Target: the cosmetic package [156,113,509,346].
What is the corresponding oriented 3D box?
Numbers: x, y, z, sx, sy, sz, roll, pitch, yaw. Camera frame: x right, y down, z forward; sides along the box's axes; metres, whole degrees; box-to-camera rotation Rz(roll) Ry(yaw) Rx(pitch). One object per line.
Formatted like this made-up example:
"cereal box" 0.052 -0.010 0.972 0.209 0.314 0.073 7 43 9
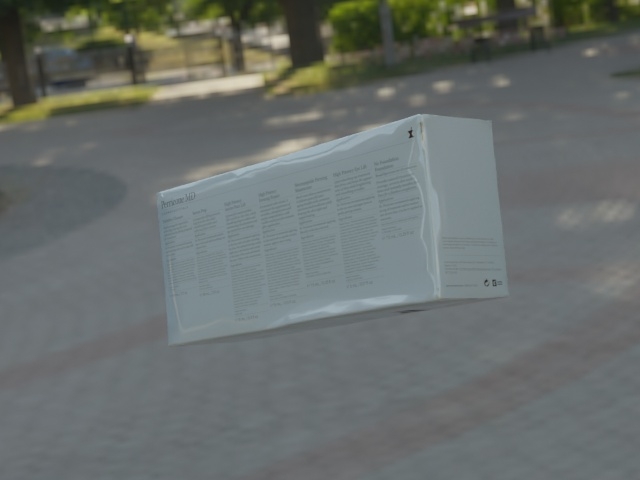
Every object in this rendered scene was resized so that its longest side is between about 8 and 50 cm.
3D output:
"cosmetic package" 0.000 0.000 0.921 0.060 0.099 0.239 -2 -7 -41
